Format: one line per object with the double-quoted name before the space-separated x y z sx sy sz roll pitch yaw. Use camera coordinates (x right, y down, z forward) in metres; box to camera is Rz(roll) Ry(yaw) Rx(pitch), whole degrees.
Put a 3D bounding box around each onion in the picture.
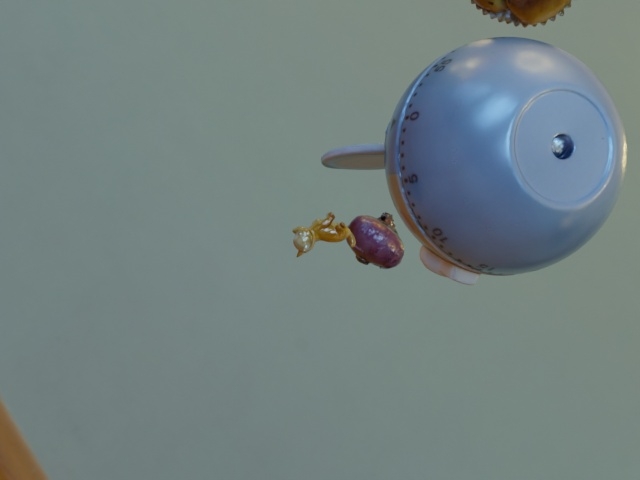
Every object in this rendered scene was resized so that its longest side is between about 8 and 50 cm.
"onion" 0.101 -0.003 1.660 0.115 0.104 0.115 29 -13 7

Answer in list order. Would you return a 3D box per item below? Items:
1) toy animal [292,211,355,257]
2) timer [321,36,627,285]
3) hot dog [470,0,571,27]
"toy animal" 0.000 0.000 1.375 0.081 0.083 0.060 46 -5 -5
"timer" 0.100 -0.037 0.662 0.175 0.175 0.255 52 -36 3
"hot dog" 0.193 -0.329 0.882 0.069 0.131 0.252 -10 102 -57
